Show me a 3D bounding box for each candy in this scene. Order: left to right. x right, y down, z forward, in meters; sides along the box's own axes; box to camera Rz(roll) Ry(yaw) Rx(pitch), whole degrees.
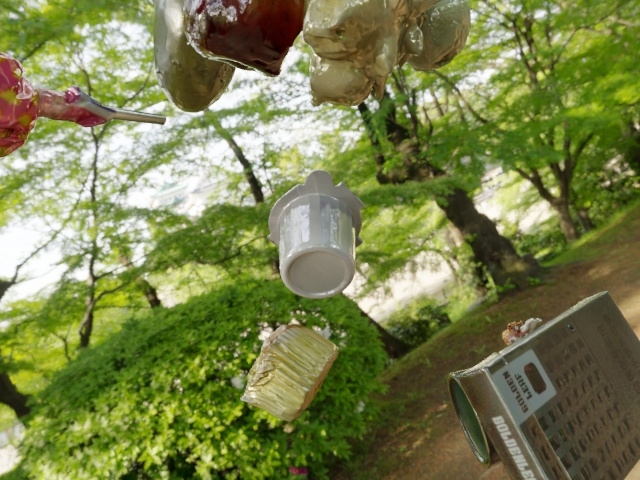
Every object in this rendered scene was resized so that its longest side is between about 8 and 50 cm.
[{"bbox_3d":[-0.296,-0.151,0.576,0.124,0.124,0.365,-23,0,20],"label":"candy"}]

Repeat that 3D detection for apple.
[{"bbox_3d":[-0.099,-0.314,0.670,0.156,0.158,0.147,26,15,36],"label":"apple"}]

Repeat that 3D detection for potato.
[{"bbox_3d":[-0.258,-0.414,1.042,0.173,0.210,0.307,-23,-34,-38],"label":"potato"}]

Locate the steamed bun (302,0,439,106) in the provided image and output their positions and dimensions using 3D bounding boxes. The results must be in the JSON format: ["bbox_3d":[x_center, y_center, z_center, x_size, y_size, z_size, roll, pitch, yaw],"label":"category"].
[{"bbox_3d":[0.073,-0.293,0.586,0.137,0.291,0.295,11,-17,7],"label":"steamed bun"}]

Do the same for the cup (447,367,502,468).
[{"bbox_3d":[0.341,0.294,0.917,0.177,0.165,0.239,-18,-6,-3],"label":"cup"}]

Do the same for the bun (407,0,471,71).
[{"bbox_3d":[0.171,-0.293,0.714,0.115,0.069,0.115,-31,-12,-7],"label":"bun"}]

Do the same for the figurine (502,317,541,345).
[{"bbox_3d":[0.468,0.206,1.154,0.064,0.047,0.109,7,-40,-23],"label":"figurine"}]

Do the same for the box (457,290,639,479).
[{"bbox_3d":[0.315,0.185,0.599,0.325,0.180,0.047,-14,-18,-38],"label":"box"}]

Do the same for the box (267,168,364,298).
[{"bbox_3d":[0.000,0.000,1.233,0.263,0.291,0.206,4,40,-7],"label":"box"}]

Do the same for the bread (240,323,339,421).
[{"bbox_3d":[-0.059,0.254,0.969,0.178,0.133,0.250,-54,-11,-2],"label":"bread"}]
